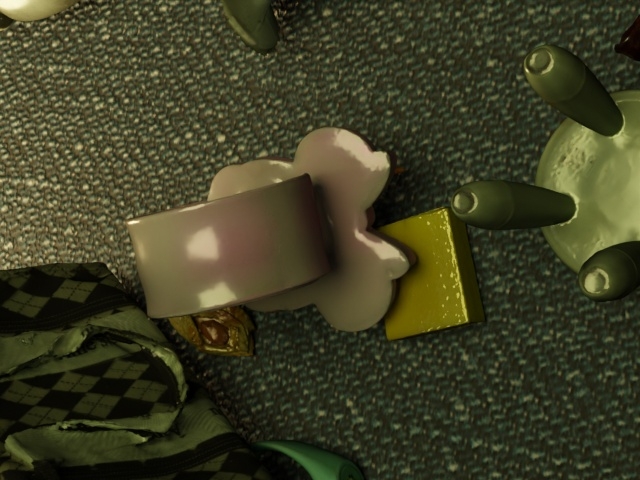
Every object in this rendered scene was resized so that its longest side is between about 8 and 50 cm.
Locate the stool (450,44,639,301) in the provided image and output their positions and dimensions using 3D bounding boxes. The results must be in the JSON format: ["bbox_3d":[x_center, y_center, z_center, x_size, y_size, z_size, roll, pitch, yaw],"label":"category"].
[{"bbox_3d":[0.257,-0.058,1.231,0.195,0.198,0.195,34,101,29],"label":"stool"}]

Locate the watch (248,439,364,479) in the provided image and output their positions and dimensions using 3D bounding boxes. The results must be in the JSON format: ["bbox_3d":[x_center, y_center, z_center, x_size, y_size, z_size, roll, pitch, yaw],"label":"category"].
[{"bbox_3d":[-0.030,0.328,1.442,0.195,0.068,0.237,-23,74,28],"label":"watch"}]

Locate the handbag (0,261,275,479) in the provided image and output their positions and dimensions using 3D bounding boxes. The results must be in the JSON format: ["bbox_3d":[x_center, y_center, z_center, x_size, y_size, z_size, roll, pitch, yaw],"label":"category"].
[{"bbox_3d":[-0.272,0.189,1.414,0.416,0.316,0.180,47,117,36],"label":"handbag"}]

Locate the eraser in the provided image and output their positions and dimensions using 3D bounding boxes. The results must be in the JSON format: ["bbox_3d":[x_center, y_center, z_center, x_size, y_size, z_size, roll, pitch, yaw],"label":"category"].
[{"bbox_3d":[0.109,0.035,1.397,0.097,0.045,0.122,-15,78,31],"label":"eraser"}]

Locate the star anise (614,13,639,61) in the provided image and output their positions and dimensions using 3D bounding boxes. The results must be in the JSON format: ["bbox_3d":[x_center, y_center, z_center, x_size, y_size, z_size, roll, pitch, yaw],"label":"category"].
[{"bbox_3d":[0.358,-0.214,1.223,0.190,0.126,0.220,-11,55,2],"label":"star anise"}]

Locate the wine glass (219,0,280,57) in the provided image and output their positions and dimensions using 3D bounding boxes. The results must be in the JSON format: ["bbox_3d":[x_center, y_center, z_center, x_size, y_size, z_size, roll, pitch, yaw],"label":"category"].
[{"bbox_3d":[0.033,-0.324,1.422,0.321,0.143,0.143,-28,73,24],"label":"wine glass"}]

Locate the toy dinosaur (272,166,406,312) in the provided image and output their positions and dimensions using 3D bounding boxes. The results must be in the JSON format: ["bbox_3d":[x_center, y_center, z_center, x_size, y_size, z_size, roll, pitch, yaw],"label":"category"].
[{"bbox_3d":[-0.002,0.000,1.459,0.212,0.057,0.142,-9,89,34],"label":"toy dinosaur"}]

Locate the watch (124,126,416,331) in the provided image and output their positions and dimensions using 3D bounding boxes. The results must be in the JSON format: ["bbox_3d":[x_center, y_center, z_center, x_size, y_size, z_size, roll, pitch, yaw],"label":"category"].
[{"bbox_3d":[-0.059,0.011,1.341,0.248,0.217,0.211,-10,96,31],"label":"watch"}]

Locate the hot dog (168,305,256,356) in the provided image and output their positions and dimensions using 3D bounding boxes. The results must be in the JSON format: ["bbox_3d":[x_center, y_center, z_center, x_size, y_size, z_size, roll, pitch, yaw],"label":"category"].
[{"bbox_3d":[-0.143,0.076,1.531,0.169,0.061,0.078,42,108,26],"label":"hot dog"}]

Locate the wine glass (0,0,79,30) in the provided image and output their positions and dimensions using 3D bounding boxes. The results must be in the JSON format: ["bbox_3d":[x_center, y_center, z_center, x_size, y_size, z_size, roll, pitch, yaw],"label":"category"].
[{"bbox_3d":[-0.344,-0.330,1.653,0.204,0.111,0.111,-14,79,30],"label":"wine glass"}]
